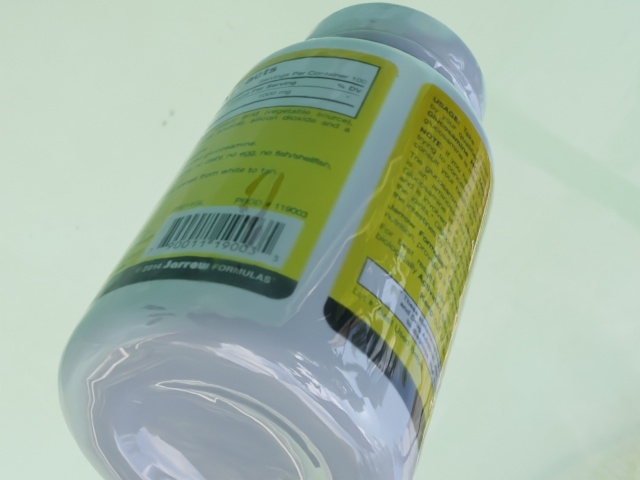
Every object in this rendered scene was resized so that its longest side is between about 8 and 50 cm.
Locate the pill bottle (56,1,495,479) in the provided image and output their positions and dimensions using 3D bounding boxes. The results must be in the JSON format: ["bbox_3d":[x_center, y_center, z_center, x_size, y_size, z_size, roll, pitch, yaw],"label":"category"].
[{"bbox_3d":[0.000,0.000,0.617,0.334,0.188,0.188,-64,166,-45],"label":"pill bottle"}]
